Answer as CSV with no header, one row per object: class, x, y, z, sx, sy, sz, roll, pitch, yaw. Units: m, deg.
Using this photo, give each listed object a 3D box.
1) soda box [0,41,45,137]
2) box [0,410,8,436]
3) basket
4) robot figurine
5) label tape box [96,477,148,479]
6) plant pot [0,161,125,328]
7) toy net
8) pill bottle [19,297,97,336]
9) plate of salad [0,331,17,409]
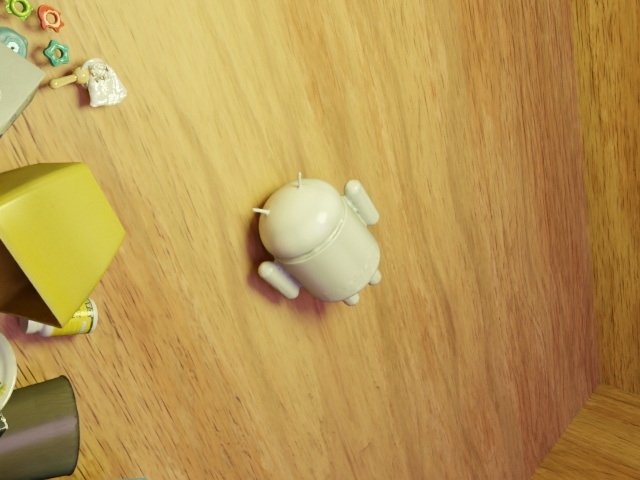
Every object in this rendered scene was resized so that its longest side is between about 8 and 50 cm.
soda box,-0.511,-0.153,0.879,0.098,0.091,0.286,36,53,-22
box,-0.535,0.223,0.847,0.158,0.093,0.156,-13,68,-45
basket,-0.527,0.325,1.015,0.227,0.154,0.204,-5,136,-38
robot figurine,0.000,0.000,1.400,0.300,0.200,0.353,-46,129,-5
label tape box,-0.415,0.484,1.076,0.241,0.106,0.333,19,122,-45
plant pot,-0.441,-0.014,0.989,0.187,0.212,0.212,-47,129,-39
toy net,-0.424,-0.302,1.037,0.232,0.045,0.122,22,83,-46
pill bottle,-0.455,0.134,1.096,0.116,0.065,0.065,0,100,-44
plate of salad,-0.567,0.199,0.948,0.200,0.048,0.200,14,55,-21
